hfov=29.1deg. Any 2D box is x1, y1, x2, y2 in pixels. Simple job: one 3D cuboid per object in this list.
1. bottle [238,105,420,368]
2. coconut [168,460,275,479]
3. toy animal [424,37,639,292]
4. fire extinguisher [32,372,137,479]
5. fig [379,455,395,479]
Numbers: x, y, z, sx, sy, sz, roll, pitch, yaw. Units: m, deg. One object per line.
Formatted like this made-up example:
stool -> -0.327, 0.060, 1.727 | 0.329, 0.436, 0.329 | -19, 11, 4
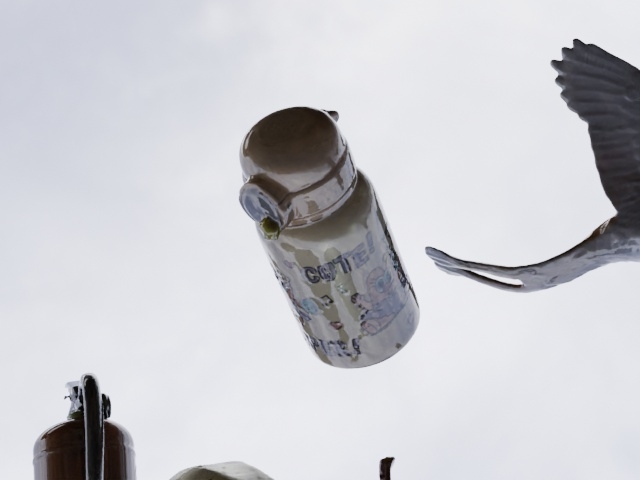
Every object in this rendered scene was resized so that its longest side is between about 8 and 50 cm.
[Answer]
bottle -> 0.000, 0.000, 0.928 | 0.097, 0.209, 0.110 | 10, -131, 35
coconut -> -0.082, 0.248, 0.866 | 0.161, 0.161, 0.162 | 35, -124, 22
toy animal -> 0.298, -0.014, 1.272 | 0.284, 0.225, 0.302 | -44, -136, -5
fire extinguisher -> -0.236, 0.296, 1.322 | 0.113, 0.200, 0.376 | 11, -123, -34
fig -> 0.086, 0.227, 0.830 | 0.150, 0.128, 0.128 | 57, -137, -10
